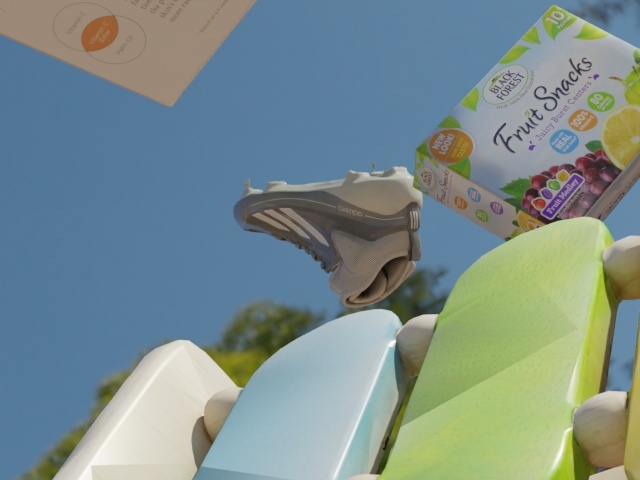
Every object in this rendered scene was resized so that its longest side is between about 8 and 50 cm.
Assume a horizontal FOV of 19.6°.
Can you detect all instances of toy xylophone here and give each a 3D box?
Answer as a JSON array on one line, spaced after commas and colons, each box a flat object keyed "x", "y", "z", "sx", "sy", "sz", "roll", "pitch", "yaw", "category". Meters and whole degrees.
[{"x": 0.092, "y": 0.035, "z": 0.329, "sx": 0.322, "sy": 0.236, "sz": 0.081, "roll": -25, "pitch": -75, "yaw": 13, "category": "toy xylophone"}]

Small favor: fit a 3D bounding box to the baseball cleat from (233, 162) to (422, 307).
[{"x": 0.000, "y": 0.000, "z": 1.447, "sx": 0.072, "sy": 0.109, "sz": 0.206, "roll": 0, "pitch": -6, "yaw": -36, "category": "baseball cleat"}]

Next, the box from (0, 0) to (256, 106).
[{"x": -0.204, "y": -0.280, "z": 1.356, "sx": 0.345, "sy": 0.168, "sz": 0.215, "roll": 23, "pitch": -50, "yaw": -27, "category": "box"}]

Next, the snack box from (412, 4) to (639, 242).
[{"x": 0.132, "y": -0.060, "z": 1.039, "sx": 0.141, "sy": 0.100, "sz": 0.037, "roll": -47, "pitch": -25, "yaw": -30, "category": "snack box"}]

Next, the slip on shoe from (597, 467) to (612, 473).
[{"x": 0.182, "y": 0.092, "z": 0.782, "sx": 0.135, "sy": 0.041, "sz": 0.051, "roll": 2, "pitch": -16, "yaw": -7, "category": "slip on shoe"}]
